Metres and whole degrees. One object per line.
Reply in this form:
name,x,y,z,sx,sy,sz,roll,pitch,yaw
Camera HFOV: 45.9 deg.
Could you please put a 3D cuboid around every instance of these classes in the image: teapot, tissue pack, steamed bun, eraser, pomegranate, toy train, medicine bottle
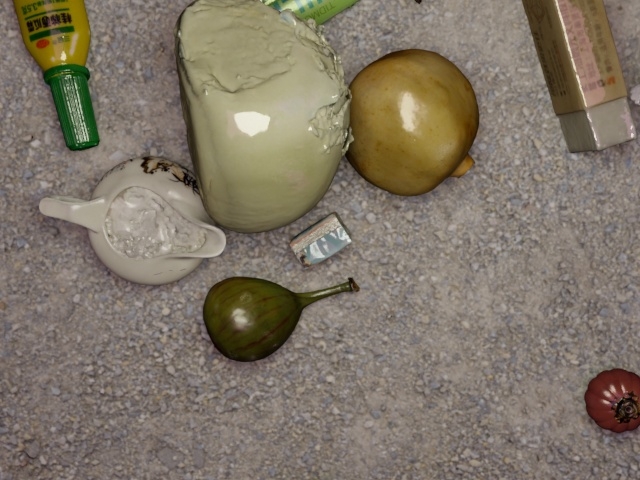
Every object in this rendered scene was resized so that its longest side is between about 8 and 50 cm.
teapot,-0.297,-0.030,1.223,0.299,0.166,0.208,7,109,-4
tissue pack,0.000,0.000,1.257,0.094,0.074,0.059,-33,97,7
steamed bun,-0.083,-0.182,1.118,0.233,0.312,0.334,-9,63,-9
eraser,0.394,-0.310,1.181,0.078,0.144,0.343,-18,96,2
pomegranate,0.135,-0.184,1.166,0.233,0.233,0.233,0,96,2
toy train,-0.041,-0.397,1.211,0.253,0.105,0.157,-31,107,6
medicine bottle,-0.422,-0.301,1.238,0.111,0.076,0.309,-12,96,4

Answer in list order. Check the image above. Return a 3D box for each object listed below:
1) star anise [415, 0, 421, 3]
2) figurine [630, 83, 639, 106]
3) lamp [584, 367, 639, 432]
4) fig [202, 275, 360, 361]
star anise,0.134,-0.464,1.215,0.168,0.057,0.168,0,95,0
figurine,0.564,-0.237,1.138,0.174,0.240,0.116,23,116,1
lamp,0.495,0.267,1.260,0.107,0.092,0.107,0,95,0
fig,-0.071,0.099,1.256,0.259,0.151,0.151,-28,95,-21
